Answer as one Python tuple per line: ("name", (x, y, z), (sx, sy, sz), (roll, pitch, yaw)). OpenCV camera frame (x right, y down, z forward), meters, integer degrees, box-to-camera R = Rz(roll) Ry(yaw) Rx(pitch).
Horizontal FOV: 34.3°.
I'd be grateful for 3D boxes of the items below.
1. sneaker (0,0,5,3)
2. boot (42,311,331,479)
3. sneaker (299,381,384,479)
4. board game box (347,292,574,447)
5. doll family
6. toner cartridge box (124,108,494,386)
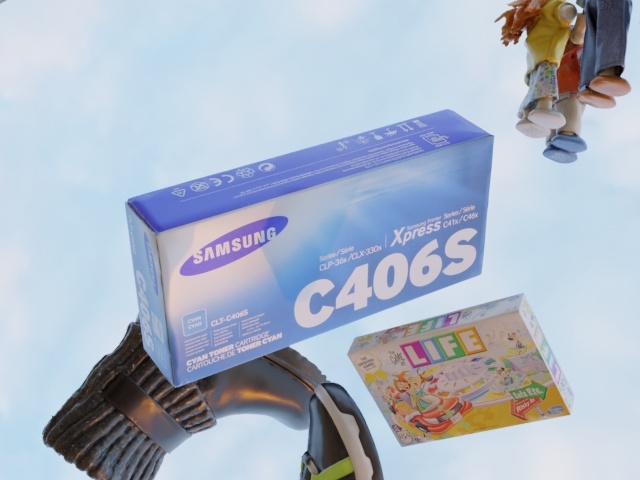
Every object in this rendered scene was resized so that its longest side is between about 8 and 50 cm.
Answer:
("sneaker", (-0.088, -0.103, 0.317), (0.035, 0.083, 0.031), (40, -41, 7))
("boot", (-0.153, 0.219, 1.291), (0.131, 0.348, 0.260), (11, -113, 53))
("sneaker", (-0.006, 0.220, 0.732), (0.097, 0.084, 0.235), (-4, -89, -10))
("board game box", (0.112, 0.108, 0.836), (0.154, 0.026, 0.103), (-18, -68, 30))
("doll family", (0.235, -0.189, 0.907), (0.263, 0.118, 0.163), (147, -45, -63))
("toner cartridge box", (0.000, 0.000, 0.972), (0.075, 0.348, 0.165), (41, -39, 48))
